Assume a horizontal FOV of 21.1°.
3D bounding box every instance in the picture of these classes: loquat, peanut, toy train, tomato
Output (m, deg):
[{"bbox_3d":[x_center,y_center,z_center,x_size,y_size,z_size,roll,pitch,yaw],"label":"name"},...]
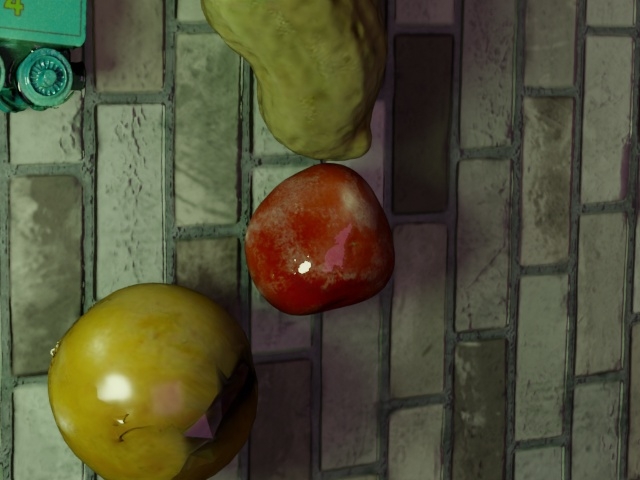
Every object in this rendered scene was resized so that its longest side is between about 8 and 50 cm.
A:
[{"bbox_3d":[-0.179,0.158,1.861,0.235,0.235,0.235,-5,99,-31],"label":"loquat"},{"bbox_3d":[-0.030,-0.240,1.903,0.169,0.192,0.387,-65,146,-42],"label":"peanut"},{"bbox_3d":[-0.334,-0.211,1.790,0.198,0.107,0.154,2,88,-32],"label":"toy train"},{"bbox_3d":[0.000,0.000,1.998,0.187,0.151,0.187,-3,97,-26],"label":"tomato"}]
